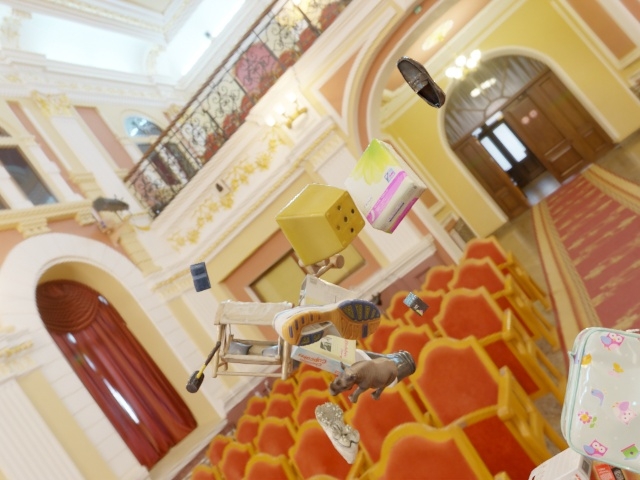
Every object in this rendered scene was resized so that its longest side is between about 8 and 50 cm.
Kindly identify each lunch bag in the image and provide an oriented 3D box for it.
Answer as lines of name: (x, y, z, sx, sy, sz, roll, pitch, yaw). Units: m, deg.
lunch bag: (0.620, 0.317, 1.047, 0.108, 0.224, 0.279, 21, -100, -66)

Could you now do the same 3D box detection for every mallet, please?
mallet: (-0.318, 0.347, 1.390, 0.190, 0.039, 0.062, -55, 8, 35)

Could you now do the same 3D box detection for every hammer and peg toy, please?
hammer and peg toy: (0.000, 0.000, 1.918, 0.127, 0.361, 0.266, -4, 33, 34)

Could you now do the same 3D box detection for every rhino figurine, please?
rhino figurine: (0.098, 0.329, 1.218, 0.243, 0.073, 0.106, 12, -63, -48)

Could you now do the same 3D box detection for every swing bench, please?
swing bench: (-0.224, 0.332, 1.739, 0.253, 0.255, 0.165, 1, -5, 4)

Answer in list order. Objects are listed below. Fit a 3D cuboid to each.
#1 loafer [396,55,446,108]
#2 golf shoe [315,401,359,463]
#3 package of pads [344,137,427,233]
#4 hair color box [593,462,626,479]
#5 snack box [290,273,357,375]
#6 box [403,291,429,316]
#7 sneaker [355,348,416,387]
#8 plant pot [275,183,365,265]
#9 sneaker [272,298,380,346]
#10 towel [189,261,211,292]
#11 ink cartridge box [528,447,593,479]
loafer: (0.351, -0.549, 1.773, 0.076, 0.223, 0.078, -38, 18, 38)
golf shoe: (0.037, 0.463, 1.226, 0.069, 0.086, 0.176, -12, 20, -17)
package of pads: (0.222, -0.192, 1.833, 0.101, 0.296, 0.229, 13, -56, -36)
hair color box: (0.804, 0.676, 1.379, 0.072, 0.141, 0.043, 11, -36, -41)
snack box: (0.019, 0.258, 1.589, 0.322, 0.187, 0.060, -83, 19, -53)
box: (0.358, 0.239, 1.913, 0.052, 0.062, 0.083, -50, 11, -1)
sneaker: (0.236, 0.456, 1.891, 0.147, 0.105, 0.295, -13, 10, -29)
plant pot: (0.019, -0.060, 1.696, 0.187, 0.212, 0.212, -5, 34, 47)
sneaker: (0.016, 0.200, 1.339, 0.296, 0.112, 0.131, 1, 5, -29)
towel: (-0.491, 0.150, 2.084, 0.067, 0.119, 0.029, -18, 14, -27)
ink cartridge box: (0.598, 0.591, 1.279, 0.145, 0.045, 0.179, -15, -32, -56)
